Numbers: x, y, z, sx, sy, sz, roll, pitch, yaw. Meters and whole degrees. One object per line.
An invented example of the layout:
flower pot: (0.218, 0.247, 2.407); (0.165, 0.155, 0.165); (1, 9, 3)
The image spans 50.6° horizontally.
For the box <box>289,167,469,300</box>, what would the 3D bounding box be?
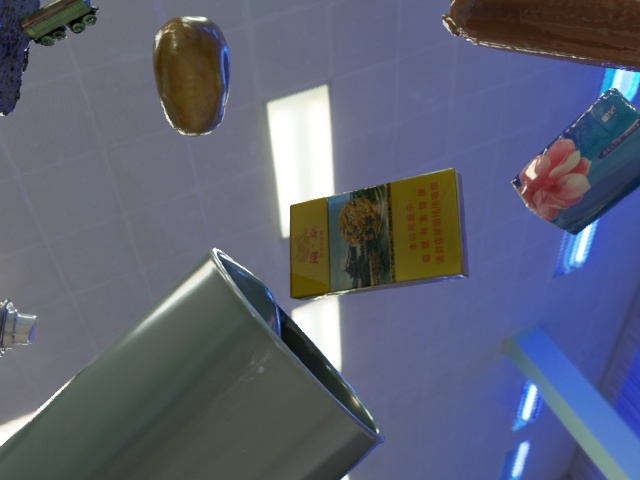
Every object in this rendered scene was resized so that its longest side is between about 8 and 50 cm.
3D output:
box: (0.043, -0.002, 0.557); (0.155, 0.086, 0.023); (-11, -15, 30)

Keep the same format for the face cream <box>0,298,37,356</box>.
face cream: (-0.471, 0.089, 0.757); (0.284, 0.073, 0.073); (6, -54, -16)

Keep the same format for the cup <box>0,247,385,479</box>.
cup: (-0.128, 0.178, 0.539); (0.312, 0.205, 0.205); (-42, -43, -2)

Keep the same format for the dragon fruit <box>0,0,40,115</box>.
dragon fruit: (-0.696, -0.402, 1.292); (0.204, 0.221, 0.282); (14, -87, -73)

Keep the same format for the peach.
peach: (-0.262, -0.340, 1.403); (0.153, 0.251, 0.251); (7, -50, 0)

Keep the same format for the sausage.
sausage: (0.243, -0.183, 0.551); (0.086, 0.289, 0.086); (16, -90, -72)

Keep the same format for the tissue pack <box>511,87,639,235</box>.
tissue pack: (0.550, -0.144, 1.349); (0.209, 0.137, 0.269); (20, -56, -43)

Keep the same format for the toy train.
toy train: (-0.490, -0.417, 1.279); (0.148, 0.038, 0.071); (-21, -34, 12)
